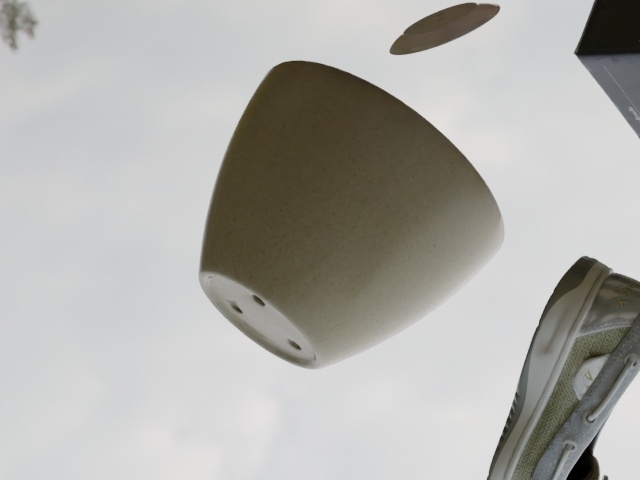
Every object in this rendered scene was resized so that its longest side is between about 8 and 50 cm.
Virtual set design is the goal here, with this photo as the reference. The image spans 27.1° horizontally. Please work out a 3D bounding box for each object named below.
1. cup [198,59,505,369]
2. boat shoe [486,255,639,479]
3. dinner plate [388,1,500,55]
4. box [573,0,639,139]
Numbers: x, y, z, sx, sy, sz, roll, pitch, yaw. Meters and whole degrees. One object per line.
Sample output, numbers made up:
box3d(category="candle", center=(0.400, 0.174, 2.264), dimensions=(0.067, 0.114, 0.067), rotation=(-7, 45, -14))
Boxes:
box3d(category="cup", center=(0.000, 0.000, 1.470), dimensions=(0.331, 0.331, 0.237), rotation=(18, -118, 44))
box3d(category="boat shoe", center=(0.216, 0.169, 1.133), dimensions=(0.103, 0.320, 0.118), rotation=(23, -153, 22))
box3d(category="dinner plate", center=(0.144, -0.256, 1.571), dimensions=(0.141, 0.017, 0.141), rotation=(-21, -162, 7))
box3d(category="box", center=(0.658, -0.295, 2.077), dimensions=(0.395, 0.293, 0.212), rotation=(4, -117, 43))
